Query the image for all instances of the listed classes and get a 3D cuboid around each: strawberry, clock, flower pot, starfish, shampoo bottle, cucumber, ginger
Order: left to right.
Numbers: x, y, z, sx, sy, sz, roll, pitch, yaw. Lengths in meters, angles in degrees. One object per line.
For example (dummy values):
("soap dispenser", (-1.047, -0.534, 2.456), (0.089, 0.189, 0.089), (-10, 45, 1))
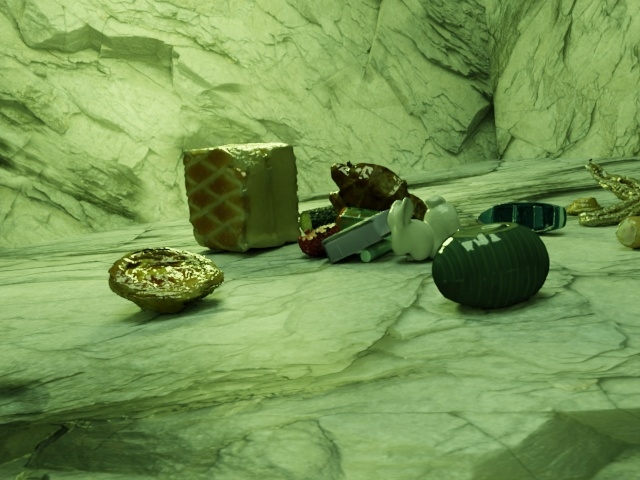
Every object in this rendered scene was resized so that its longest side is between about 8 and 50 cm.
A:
("strawberry", (0.000, 0.000, 2.083), (0.145, 0.086, 0.145), (-13, 6, 1))
("cucumber", (0.077, -0.096, 2.595), (0.359, 0.096, 0.096), (-12, 11, -40))
("clock", (0.116, -0.013, 1.950), (0.193, 0.073, 0.145), (-25, 0, 30))
("ginger", (0.178, -0.137, 2.226), (0.274, 0.152, 0.357), (-3, -34, 48))
("shampoo bottle", (0.174, 0.022, 1.968), (0.069, 0.041, 0.191), (1, 13, 30))
("flower pot", (0.345, 0.049, 1.369), (0.243, 0.157, 0.189), (-12, 12, -15))
("starfish", (0.965, -0.158, 2.064), (0.324, 0.082, 0.432), (4, 39, 33))

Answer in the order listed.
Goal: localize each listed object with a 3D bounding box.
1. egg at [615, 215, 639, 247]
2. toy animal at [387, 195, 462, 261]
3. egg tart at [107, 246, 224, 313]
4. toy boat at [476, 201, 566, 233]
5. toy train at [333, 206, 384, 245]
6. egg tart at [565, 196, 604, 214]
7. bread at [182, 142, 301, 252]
("egg", (0.778, -0.021, 1.654), (0.096, 0.080, 0.080), (-6, 7, -34))
("toy animal", (0.285, -0.038, 1.838), (0.193, 0.178, 0.127), (-7, 8, -8))
("egg tart", (-0.383, 0.112, 1.692), (0.297, 0.132, 0.297), (2, 21, -1))
("toy boat", (0.600, -0.068, 2.024), (0.062, 0.096, 0.299), (-2, 2, -36))
("toy train", (0.130, -0.045, 2.126), (0.188, 0.099, 0.072), (9, 35, 12))
("egg tart", (0.860, -0.114, 2.205), (0.129, 0.049, 0.129), (-8, 8, 1))
("bread", (-0.281, -0.154, 2.376), (0.279, 0.371, 0.390), (-11, 13, -42))
